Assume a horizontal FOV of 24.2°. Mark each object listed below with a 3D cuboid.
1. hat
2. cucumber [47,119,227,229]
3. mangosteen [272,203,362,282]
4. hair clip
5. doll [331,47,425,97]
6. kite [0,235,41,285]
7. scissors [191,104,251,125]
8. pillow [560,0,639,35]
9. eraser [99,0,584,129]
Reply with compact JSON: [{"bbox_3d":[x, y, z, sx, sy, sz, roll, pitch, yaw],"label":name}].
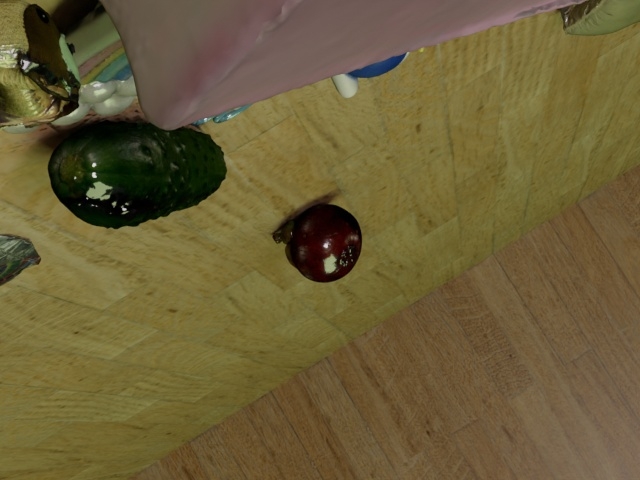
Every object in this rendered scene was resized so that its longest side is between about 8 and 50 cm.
[{"bbox_3d":[-0.148,-0.081,0.640,0.076,0.059,0.077,-17,168,11],"label":"hat"},{"bbox_3d":[-0.108,-0.043,0.945,0.069,0.069,0.227,-34,174,15],"label":"cucumber"},{"bbox_3d":[0.003,0.001,1.491,0.081,0.081,0.081,-30,170,-6],"label":"mangosteen"},{"bbox_3d":[-0.058,-0.119,0.775,0.220,0.054,0.140,-21,173,-33],"label":"hair clip"},{"bbox_3d":[0.015,-0.128,0.919,0.143,0.057,0.099,-15,135,-41],"label":"doll"},{"bbox_3d":[-0.322,0.080,1.038,0.285,0.015,0.152,-32,170,5],"label":"kite"},{"bbox_3d":[-0.034,-0.107,0.985,0.119,0.014,0.058,-33,172,28],"label":"scissors"},{"bbox_3d":[0.312,-0.237,1.294,0.208,0.053,0.119,-25,167,-20],"label":"pillow"},{"bbox_3d":[0.098,-0.193,0.645,0.359,0.122,0.272,-22,166,-42],"label":"eraser"}]
